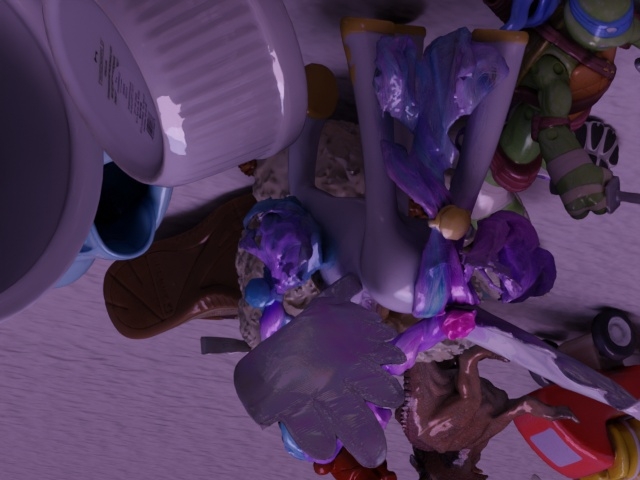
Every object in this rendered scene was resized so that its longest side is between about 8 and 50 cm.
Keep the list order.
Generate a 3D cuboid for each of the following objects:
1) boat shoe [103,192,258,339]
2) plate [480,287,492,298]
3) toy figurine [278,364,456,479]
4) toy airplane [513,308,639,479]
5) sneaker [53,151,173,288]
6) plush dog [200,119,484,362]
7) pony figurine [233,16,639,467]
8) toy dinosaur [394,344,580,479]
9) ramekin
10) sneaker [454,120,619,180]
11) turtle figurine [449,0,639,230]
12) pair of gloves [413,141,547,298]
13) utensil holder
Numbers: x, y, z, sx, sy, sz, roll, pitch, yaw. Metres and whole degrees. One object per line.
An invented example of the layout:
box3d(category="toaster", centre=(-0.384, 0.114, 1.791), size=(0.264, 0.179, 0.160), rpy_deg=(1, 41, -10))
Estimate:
box3d(category="boat shoe", centre=(-0.065, 0.024, 1.810), size=(0.342, 0.123, 0.123), rpy_deg=(-20, 171, 35))
box3d(category="plate", centre=(0.141, 0.021, 1.871), size=(0.188, 0.024, 0.188), rpy_deg=(2, 156, 1))
box3d(category="toy figurine", centre=(0.044, 0.167, 1.997), size=(0.213, 0.148, 0.209), rpy_deg=(-47, 141, 0))
box3d(category="toy airplane", centre=(0.432, 0.259, 2.086), size=(0.384, 0.272, 0.386), rpy_deg=(-4, 155, 10))
box3d(category="sneaker", centre=(-0.210, -0.028, 1.539), size=(0.135, 0.150, 0.366), rpy_deg=(-5, 150, -22))
box3d(category="plush dog", centre=(0.000, 0.000, 1.554), size=(0.262, 0.225, 0.210), rpy_deg=(16, -154, 30))
box3d(category="pony figurine", centre=(0.064, 0.021, 1.303), size=(0.303, 0.363, 0.351), rpy_deg=(3, -174, -22))
box3d(category="toy dinosaur", centre=(0.137, 0.192, 1.896), size=(0.200, 0.127, 0.296), rpy_deg=(-45, 135, 7))
box3d(category="ramekin", centre=(-0.112, -0.137, 1.261), size=(0.109, 0.207, 0.207), rpy_deg=(-29, 169, -24))
box3d(category="sneaker", centre=(0.197, -0.085, 1.588), size=(0.170, 0.068, 0.071), rpy_deg=(9, -171, -30))
box3d(category="turtle figurine", centre=(0.232, -0.084, 1.392), size=(0.275, 0.198, 0.266), rpy_deg=(12, 157, -13))
box3d(category="pair of gloves", centre=(0.111, -0.019, 1.643), size=(0.204, 0.042, 0.240), rpy_deg=(26, 165, 25))
box3d(category="utensil holder", centre=(-0.416, -0.050, 1.390), size=(0.327, 0.327, 0.385), rpy_deg=(22, 153, -38))
